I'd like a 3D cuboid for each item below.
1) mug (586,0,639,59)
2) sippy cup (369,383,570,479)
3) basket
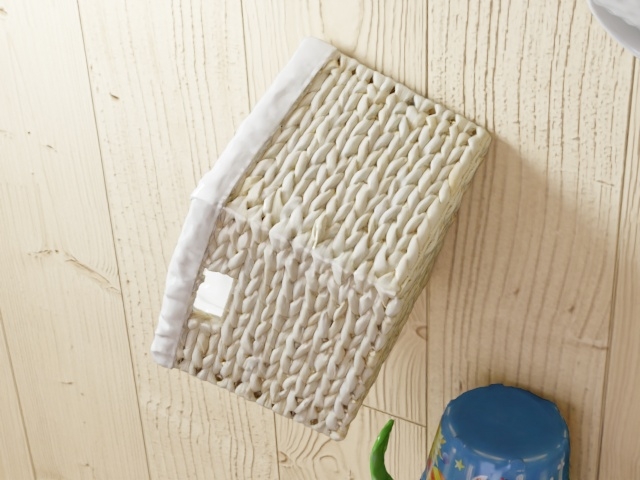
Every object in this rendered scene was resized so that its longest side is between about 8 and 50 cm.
[{"bbox_3d":[0.386,-0.269,1.666,0.328,0.276,0.374,31,151,-5],"label":"mug"},{"bbox_3d":[0.231,0.321,2.352,0.305,0.240,0.224,-3,123,-12],"label":"sippy cup"},{"bbox_3d":[0.000,0.000,2.139,0.266,0.331,0.328,26,138,5],"label":"basket"}]
